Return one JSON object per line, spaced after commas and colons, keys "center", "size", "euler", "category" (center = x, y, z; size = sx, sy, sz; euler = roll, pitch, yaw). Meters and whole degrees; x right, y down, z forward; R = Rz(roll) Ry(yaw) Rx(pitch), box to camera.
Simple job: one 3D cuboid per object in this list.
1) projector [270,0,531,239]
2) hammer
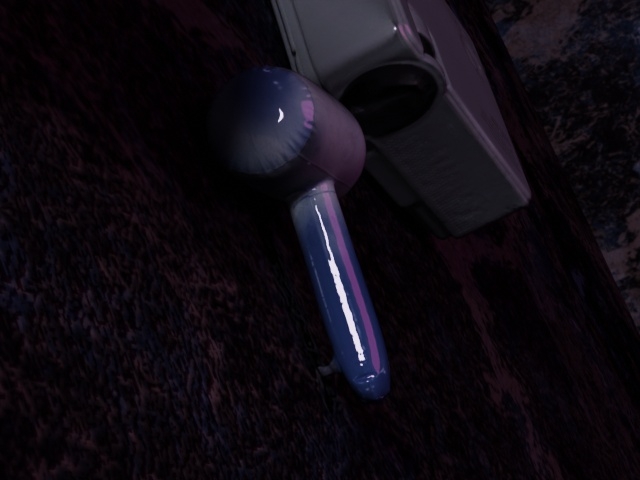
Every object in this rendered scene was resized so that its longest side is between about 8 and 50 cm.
{"center": [0.054, -0.132, 1.293], "size": [0.256, 0.099, 0.192], "euler": [46, 21, -51], "category": "projector"}
{"center": [0.000, 0.000, 0.944], "size": [0.116, 0.069, 0.194], "euler": [28, 42, -68], "category": "hammer"}
